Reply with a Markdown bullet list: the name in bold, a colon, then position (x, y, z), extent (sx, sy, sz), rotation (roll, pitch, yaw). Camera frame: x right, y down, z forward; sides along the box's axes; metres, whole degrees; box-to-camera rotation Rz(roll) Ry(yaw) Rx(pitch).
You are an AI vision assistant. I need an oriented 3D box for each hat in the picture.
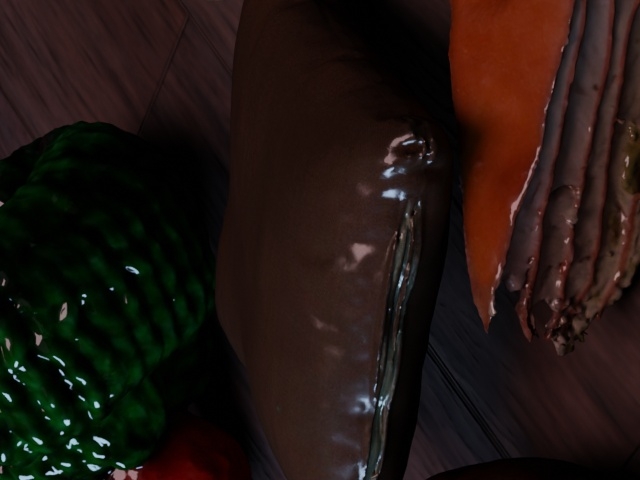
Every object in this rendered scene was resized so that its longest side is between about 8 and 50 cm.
- **hat**: position (-0.170, 0.101, 1.454), extent (0.332, 0.274, 0.242), rotation (57, 162, -20)

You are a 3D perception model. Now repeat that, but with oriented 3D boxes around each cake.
- **cake**: position (0.131, -0.076, 1.092), extent (0.135, 0.098, 0.287), rotation (22, 112, 47)

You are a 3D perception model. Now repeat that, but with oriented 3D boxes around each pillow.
- **pillow**: position (0.000, 0.000, 1.233), extent (0.305, 0.108, 0.308), rotation (-120, 32, -55)

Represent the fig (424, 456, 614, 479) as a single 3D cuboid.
- **fig**: position (0.119, 0.239, 1.113), extent (0.235, 0.214, 0.235), rotation (-42, 41, 51)
